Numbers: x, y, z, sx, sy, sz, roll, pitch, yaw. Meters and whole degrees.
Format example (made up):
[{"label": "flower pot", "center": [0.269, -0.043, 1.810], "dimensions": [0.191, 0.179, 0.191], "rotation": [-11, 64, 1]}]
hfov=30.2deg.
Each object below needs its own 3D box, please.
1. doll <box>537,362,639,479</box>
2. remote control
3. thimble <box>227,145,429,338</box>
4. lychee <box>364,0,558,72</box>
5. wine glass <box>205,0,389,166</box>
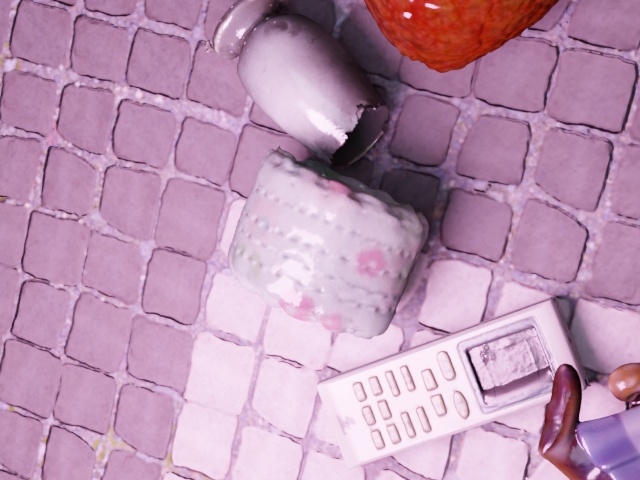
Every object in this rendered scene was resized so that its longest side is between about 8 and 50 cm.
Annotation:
[{"label": "doll", "center": [0.400, 0.209, 1.100], "dimensions": [0.339, 0.209, 0.318], "rotation": [-29, 86, 16]}, {"label": "remote control", "center": [0.138, 0.155, 1.272], "dimensions": [0.277, 0.055, 0.103], "rotation": [-22, 85, 19]}, {"label": "thimble", "center": [0.000, 0.000, 1.256], "dimensions": [0.211, 0.185, 0.149], "rotation": [33, 103, 51]}, {"label": "lychee", "center": [0.148, -0.313, 1.152], "dimensions": [0.255, 0.255, 0.300], "rotation": [38, 133, 14]}, {"label": "wine glass", "center": [-0.022, -0.178, 1.286], "dimensions": [0.204, 0.111, 0.111], "rotation": [46, 106, 16]}]
